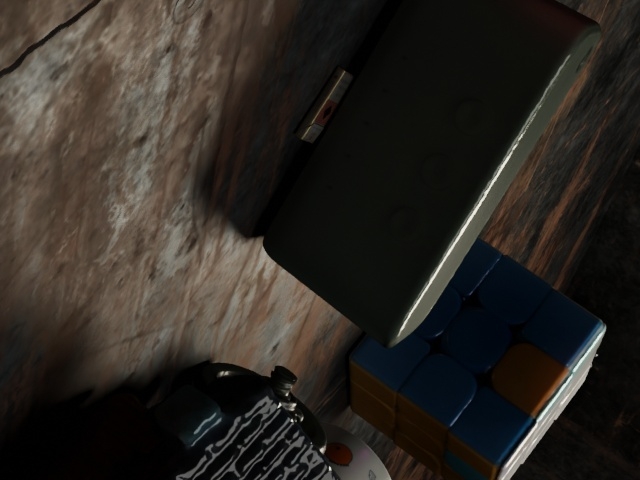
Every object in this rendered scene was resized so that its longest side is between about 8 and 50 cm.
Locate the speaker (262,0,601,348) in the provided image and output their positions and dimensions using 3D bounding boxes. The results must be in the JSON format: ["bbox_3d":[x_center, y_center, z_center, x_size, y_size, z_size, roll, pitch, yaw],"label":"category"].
[{"bbox_3d":[0.116,-0.103,1.911,0.406,0.184,0.183,-59,171,16],"label":"speaker"}]

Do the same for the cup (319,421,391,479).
[{"bbox_3d":[-0.060,0.421,2.494,0.317,0.212,0.212,-36,157,-49],"label":"cup"}]

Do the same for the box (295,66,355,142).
[{"bbox_3d":[0.005,-0.140,1.843,0.083,0.012,0.046,-58,167,6],"label":"box"}]

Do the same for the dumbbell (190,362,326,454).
[{"bbox_3d":[-0.141,0.316,2.074,0.406,0.179,0.179,-58,165,15],"label":"dumbbell"}]

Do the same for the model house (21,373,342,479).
[{"bbox_3d":[-0.178,0.288,1.728,0.360,0.297,0.339,-44,157,-15],"label":"model house"}]

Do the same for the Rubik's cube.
[{"bbox_3d":[0.240,0.202,2.800,0.290,0.292,0.291,-51,166,-17],"label":"Rubik's cube"}]
